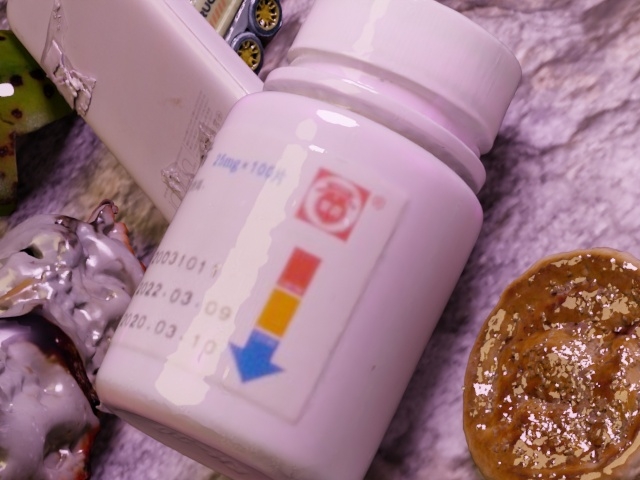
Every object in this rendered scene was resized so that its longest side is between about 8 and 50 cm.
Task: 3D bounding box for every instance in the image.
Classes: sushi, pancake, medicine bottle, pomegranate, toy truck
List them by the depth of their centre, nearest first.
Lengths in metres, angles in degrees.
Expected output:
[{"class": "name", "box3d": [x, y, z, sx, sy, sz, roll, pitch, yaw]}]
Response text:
[{"class": "pancake", "box3d": [0.140, 0.074, 1.017, 0.158, 0.028, 0.158, -20, 54, 30]}, {"class": "medicine bottle", "box3d": [0.000, 0.000, 1.085, 0.170, 0.170, 0.293, 15, 74, 46]}, {"class": "sushi", "box3d": [-0.201, 0.093, 1.187, 0.124, 0.130, 0.332, -25, 19, 26]}, {"class": "toy truck", "box3d": [-0.080, -0.210, 1.338, 0.085, 0.116, 0.191, 11, 71, 43]}, {"class": "pomegranate", "box3d": [-0.248, -0.109, 1.414, 0.169, 0.122, 0.143, -50, 15, 7]}]

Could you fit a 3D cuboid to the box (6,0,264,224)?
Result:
[{"class": "box", "box3d": [-0.132, -0.125, 1.283, 0.285, 0.044, 0.142, 49, 137, 29]}]
